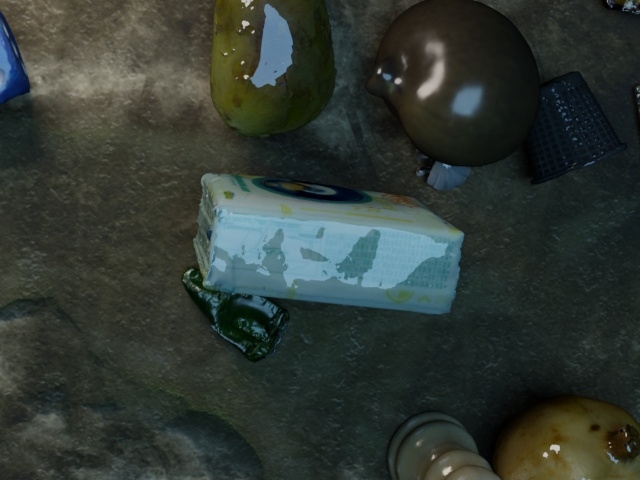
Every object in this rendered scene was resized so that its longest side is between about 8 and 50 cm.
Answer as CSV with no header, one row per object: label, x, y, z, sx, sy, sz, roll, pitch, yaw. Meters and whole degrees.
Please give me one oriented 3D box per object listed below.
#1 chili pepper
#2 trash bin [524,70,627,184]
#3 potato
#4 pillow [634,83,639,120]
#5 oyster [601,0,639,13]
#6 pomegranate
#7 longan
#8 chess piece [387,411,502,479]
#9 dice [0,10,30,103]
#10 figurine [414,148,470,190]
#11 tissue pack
chili pepper,-0.145,0.116,1.824,0.216,0.062,0.108,41,82,-14
trash bin,0.417,-0.198,1.854,0.175,0.175,0.161,-24,90,-8
potato,-0.077,-0.316,1.719,0.210,0.173,0.308,-5,102,-9
pillow,0.703,-0.227,1.970,0.255,0.034,0.189,-19,103,-10
oyster,0.585,-0.574,1.864,0.221,0.096,0.361,-4,99,-6
pomegranate,0.443,0.405,1.880,0.307,0.307,0.307,-2,98,-12
longan,0.216,-0.258,1.741,0.300,0.300,0.243,12,133,-13
chess piece,0.230,0.411,1.821,0.167,0.299,0.167,-2,99,-13
dice,-0.534,-0.269,1.642,0.143,0.146,0.146,-21,102,-6
figurine,0.210,-0.134,1.863,0.094,0.082,0.086,-28,120,3
tissue pack,0.000,0.000,1.723,0.388,0.287,0.162,7,103,-12
